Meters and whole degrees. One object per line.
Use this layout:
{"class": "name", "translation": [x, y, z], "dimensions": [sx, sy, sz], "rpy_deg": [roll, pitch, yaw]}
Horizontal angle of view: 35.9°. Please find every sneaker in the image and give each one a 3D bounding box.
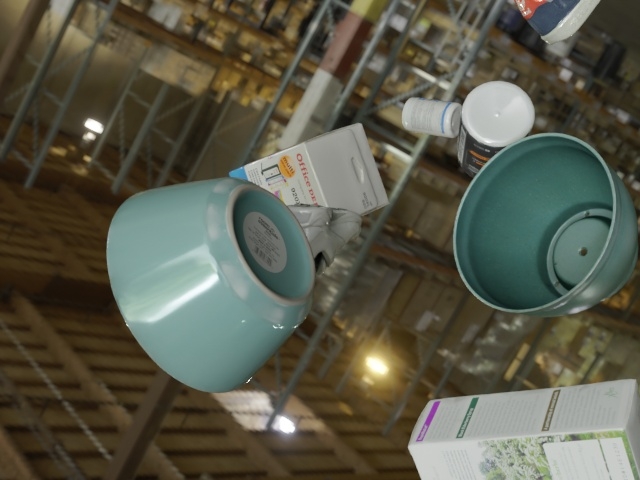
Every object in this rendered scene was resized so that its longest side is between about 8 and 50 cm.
{"class": "sneaker", "translation": [0.000, 0.000, 1.648], "dimensions": [0.090, 0.115, 0.232], "rpy_deg": [6, -179, 25]}
{"class": "sneaker", "translation": [0.487, -0.537, 1.826], "dimensions": [0.148, 0.350, 0.131], "rpy_deg": [39, 168, -10]}

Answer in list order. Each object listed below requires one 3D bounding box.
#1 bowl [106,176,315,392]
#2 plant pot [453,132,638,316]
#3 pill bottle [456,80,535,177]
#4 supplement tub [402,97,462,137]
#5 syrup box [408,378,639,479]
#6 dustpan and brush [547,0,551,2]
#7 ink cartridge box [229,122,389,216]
{"class": "bowl", "translation": [-0.122, 0.038, 1.358], "dimensions": [0.311, 0.163, 0.311], "rpy_deg": [38, -142, -37]}
{"class": "plant pot", "translation": [0.390, -0.002, 1.596], "dimensions": [0.196, 0.293, 0.293], "rpy_deg": [23, -168, -42]}
{"class": "pill bottle", "translation": [0.321, -0.189, 1.839], "dimensions": [0.130, 0.130, 0.245], "rpy_deg": [31, 168, 13]}
{"class": "supplement tub", "translation": [0.223, -0.243, 1.950], "dimensions": [0.107, 0.071, 0.071], "rpy_deg": [14, -179, 32]}
{"class": "syrup box", "translation": [0.224, 0.221, 1.054], "dimensions": [0.237, 0.093, 0.096], "rpy_deg": [-11, -159, 29]}
{"class": "dustpan and brush", "translation": [0.281, -0.444, 1.338], "dimensions": [0.147, 0.211, 0.060], "rpy_deg": [18, -170, -2]}
{"class": "ink cartridge box", "translation": [-0.022, -0.105, 1.914], "dimensions": [0.233, 0.171, 0.168], "rpy_deg": [-16, -173, 47]}
